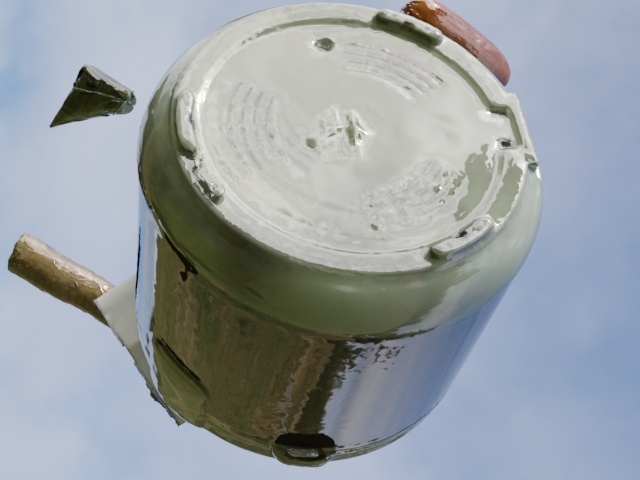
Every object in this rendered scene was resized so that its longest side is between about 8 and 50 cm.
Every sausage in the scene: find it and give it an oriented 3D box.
[{"bbox_3d":[0.179,-0.262,1.293,0.076,0.197,0.076,-31,-136,36],"label":"sausage"}]

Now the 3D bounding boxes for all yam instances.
[{"bbox_3d":[-0.386,0.105,1.678,0.357,0.081,0.081,30,-49,6],"label":"yam"}]

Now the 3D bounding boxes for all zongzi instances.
[{"bbox_3d":[-0.349,-0.199,1.478,0.109,0.055,0.119,32,-90,20],"label":"zongzi"}]

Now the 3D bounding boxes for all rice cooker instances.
[{"bbox_3d":[0.000,0.000,0.820,0.335,0.335,0.325,45,-30,21],"label":"rice cooker"}]

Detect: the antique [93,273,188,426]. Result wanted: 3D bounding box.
[{"bbox_3d":[-0.175,0.119,1.207,0.147,0.148,0.152,39,-20,53],"label":"antique"}]
